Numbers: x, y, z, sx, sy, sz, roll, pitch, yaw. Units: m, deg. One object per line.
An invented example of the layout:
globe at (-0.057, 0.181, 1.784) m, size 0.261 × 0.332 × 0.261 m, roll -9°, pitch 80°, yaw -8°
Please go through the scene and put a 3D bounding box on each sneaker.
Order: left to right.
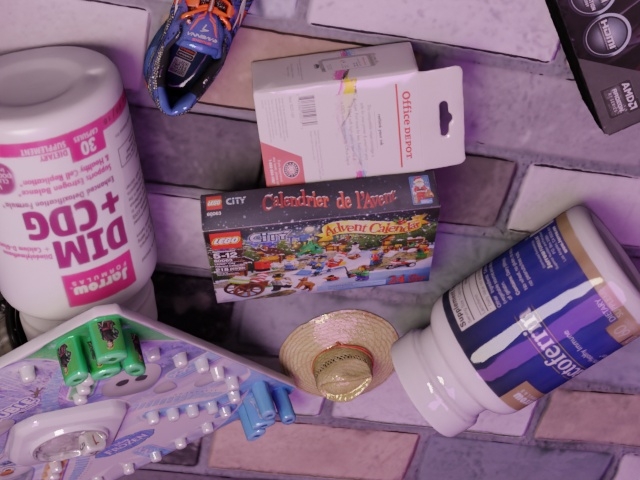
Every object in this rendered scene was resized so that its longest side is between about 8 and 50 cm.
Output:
sneaker at (-0.099, -0.203, 1.004) m, size 0.083 × 0.087 × 0.221 m, roll 13°, pitch 122°, yaw -16°

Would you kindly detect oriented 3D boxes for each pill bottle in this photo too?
pill bottle at (-0.244, -0.026, 1.065) m, size 0.160 × 0.160 × 0.283 m, roll -7°, pitch 125°, yaw -1°
pill bottle at (0.215, 0.093, 1.206) m, size 0.264 × 0.153 × 0.153 m, roll -36°, pitch 121°, yaw 18°

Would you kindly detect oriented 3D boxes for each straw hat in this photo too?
straw hat at (0.026, 0.152, 1.279) m, size 0.144 × 0.061 × 0.145 m, roll -3°, pitch 124°, yaw -4°

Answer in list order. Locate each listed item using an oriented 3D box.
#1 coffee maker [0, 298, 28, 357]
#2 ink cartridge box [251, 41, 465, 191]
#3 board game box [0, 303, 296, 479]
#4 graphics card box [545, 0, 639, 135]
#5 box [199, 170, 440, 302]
coffee maker at (-0.335, 0.168, 1.214) m, size 0.178 × 0.120 × 0.171 m, roll -36°, pitch 122°, yaw 18°
ink cartridge box at (0.038, -0.123, 1.088) m, size 0.198 × 0.067 × 0.115 m, roll -7°, pitch 126°, yaw 0°
board game box at (-0.264, 0.215, 1.175) m, size 0.389 × 0.050 × 0.390 m, roll -28°, pitch 153°, yaw 15°
graphics card box at (0.384, -0.275, 1.007) m, size 0.370 × 0.094 × 0.233 m, roll -23°, pitch 124°, yaw 10°
box at (0.000, 0.000, 1.143) m, size 0.233 × 0.044 × 0.159 m, roll -6°, pitch 152°, yaw -2°
